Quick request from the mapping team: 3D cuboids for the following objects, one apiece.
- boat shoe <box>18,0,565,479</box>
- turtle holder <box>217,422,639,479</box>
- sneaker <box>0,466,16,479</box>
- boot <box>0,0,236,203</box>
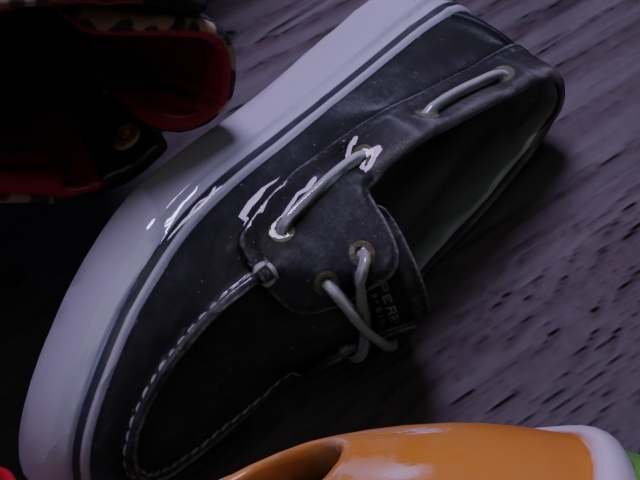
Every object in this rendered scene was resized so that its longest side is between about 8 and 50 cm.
[{"bbox_3d":[0.000,0.000,0.627,0.119,0.121,0.335,25,63,29],"label":"boat shoe"},{"bbox_3d":[0.029,0.202,0.425,0.228,0.320,0.243,15,39,3],"label":"turtle holder"},{"bbox_3d":[-0.105,0.175,0.528,0.221,0.128,0.087,35,69,28],"label":"sneaker"},{"bbox_3d":[-0.112,-0.159,0.683,0.377,0.138,0.284,-7,45,-28],"label":"boot"}]
